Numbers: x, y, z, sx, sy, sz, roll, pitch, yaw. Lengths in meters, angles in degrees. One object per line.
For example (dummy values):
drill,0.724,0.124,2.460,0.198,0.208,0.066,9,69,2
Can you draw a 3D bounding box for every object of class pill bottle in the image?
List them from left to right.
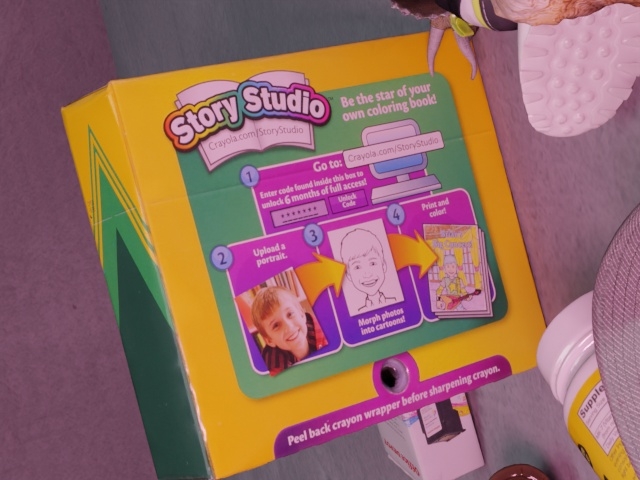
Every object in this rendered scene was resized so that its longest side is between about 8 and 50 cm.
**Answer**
pill bottle,0.238,0.130,0.901,0.208,0.119,0.119,-121,23,-45

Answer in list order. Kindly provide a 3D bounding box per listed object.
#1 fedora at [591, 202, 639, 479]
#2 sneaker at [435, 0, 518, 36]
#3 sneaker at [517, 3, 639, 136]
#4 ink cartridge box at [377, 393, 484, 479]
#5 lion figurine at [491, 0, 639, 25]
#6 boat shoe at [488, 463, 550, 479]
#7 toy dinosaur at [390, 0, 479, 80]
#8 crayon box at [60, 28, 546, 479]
fedora,0.278,0.059,0.698,0.275,0.124,0.243,-40,67,63
sneaker,0.110,-0.265,0.986,0.097,0.084,0.234,17,115,46
sneaker,0.176,-0.187,0.937,0.095,0.090,0.235,-105,12,-59
ink cartridge box,0.099,0.160,1.431,0.127,0.072,0.175,32,142,67
lion figurine,0.194,-0.265,0.692,0.392,0.142,0.240,-65,33,32
boat shoe,0.219,0.328,1.213,0.095,0.095,0.257,70,-176,-75
toy dinosaur,0.042,-0.270,1.062,0.121,0.314,0.160,-5,62,62
crayon box,0.000,0.000,1.128,0.106,0.363,0.313,-18,87,56
